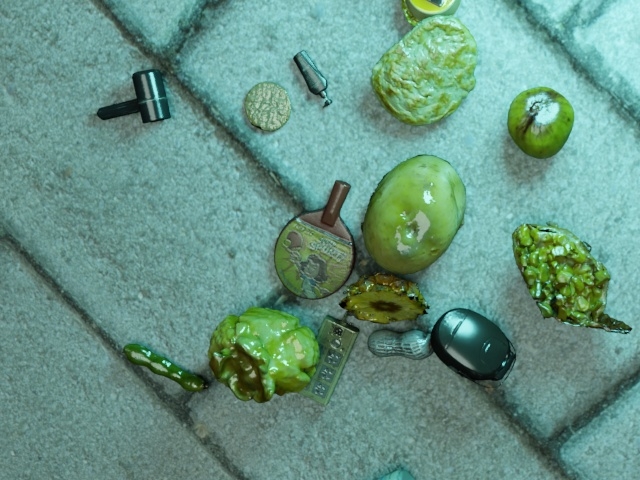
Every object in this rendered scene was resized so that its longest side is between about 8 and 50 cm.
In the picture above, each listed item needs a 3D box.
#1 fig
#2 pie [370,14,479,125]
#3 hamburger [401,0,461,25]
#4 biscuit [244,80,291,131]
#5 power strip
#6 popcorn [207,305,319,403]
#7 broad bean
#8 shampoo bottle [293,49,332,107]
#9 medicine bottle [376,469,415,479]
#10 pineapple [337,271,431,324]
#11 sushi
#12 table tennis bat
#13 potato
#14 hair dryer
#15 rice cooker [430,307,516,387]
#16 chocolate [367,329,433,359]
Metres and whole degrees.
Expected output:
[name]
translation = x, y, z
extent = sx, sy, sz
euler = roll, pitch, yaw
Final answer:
[fig]
translation = 0.465, -0.249, 1.565
extent = 0.136, 0.121, 0.153
euler = 5, 103, 18
[pie]
translation = 0.235, -0.365, 1.614
extent = 0.248, 0.090, 0.201
euler = -39, 106, 21
[hamburger]
translation = 0.239, -0.524, 1.588
extent = 0.126, 0.081, 0.141
euler = 13, 92, 10
[biscuit]
translation = -0.125, -0.318, 1.755
extent = 0.120, 0.015, 0.120
euler = 3, 101, 14
[power strip]
translation = 0.022, 0.284, 1.832
extent = 0.092, 0.034, 0.268
euler = 25, 106, 9
[popcorn]
translation = -0.142, 0.274, 1.768
extent = 0.270, 0.258, 0.224
euler = 0, 91, -23
[broad bean]
translation = -0.407, 0.338, 1.944
extent = 0.256, 0.053, 0.052
euler = 25, 68, 7
[shampoo bottle]
translation = -0.015, -0.374, 1.709
extent = 0.048, 0.027, 0.137
euler = -31, 92, 24
[medicine bottle]
translation = 0.158, 0.658, 1.825
extent = 0.168, 0.135, 0.135
euler = -33, 92, 19
[pineapple]
translation = 0.148, 0.129, 1.707
extent = 0.225, 0.225, 0.076
euler = -3, 61, 15
[sushi]
translation = 0.529, 0.084, 1.590
extent = 0.167, 0.179, 0.296
euler = -24, 96, 12
[table tennis bat]
translation = 0.000, 0.000, 1.782
extent = 0.200, 0.038, 0.310
euler = 24, 110, 7
[potato]
translation = 0.203, -0.041, 1.630
extent = 0.242, 0.242, 0.285
euler = 45, 105, 2
[hair dryer]
translation = -0.475, -0.339, 1.821
extent = 0.219, 0.071, 0.124
euler = -10, 97, 25
[rice cooker]
translation = 0.345, 0.244, 1.685
extent = 0.203, 0.118, 0.142
euler = 39, 70, 1
[chocolate]
translation = 0.194, 0.247, 1.762
extent = 0.167, 0.072, 0.072
euler = 0, 101, 14
